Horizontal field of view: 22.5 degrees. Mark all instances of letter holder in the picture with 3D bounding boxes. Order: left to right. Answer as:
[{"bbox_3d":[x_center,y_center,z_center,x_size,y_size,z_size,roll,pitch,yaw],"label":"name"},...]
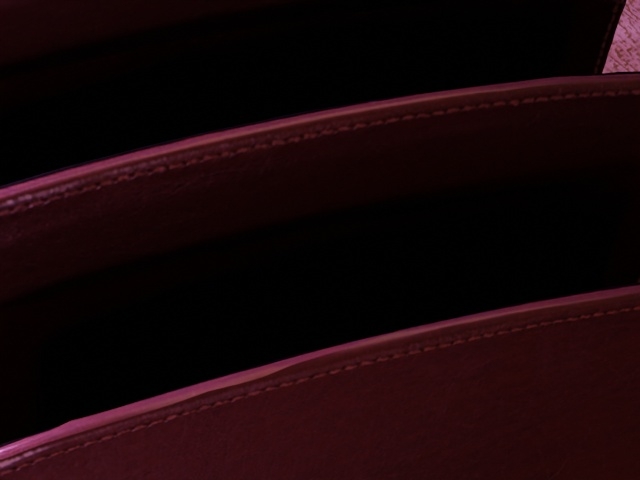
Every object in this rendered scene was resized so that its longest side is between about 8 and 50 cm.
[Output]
[{"bbox_3d":[0.000,0.000,0.568,0.301,0.214,0.152,-12,50,-18],"label":"letter holder"}]
